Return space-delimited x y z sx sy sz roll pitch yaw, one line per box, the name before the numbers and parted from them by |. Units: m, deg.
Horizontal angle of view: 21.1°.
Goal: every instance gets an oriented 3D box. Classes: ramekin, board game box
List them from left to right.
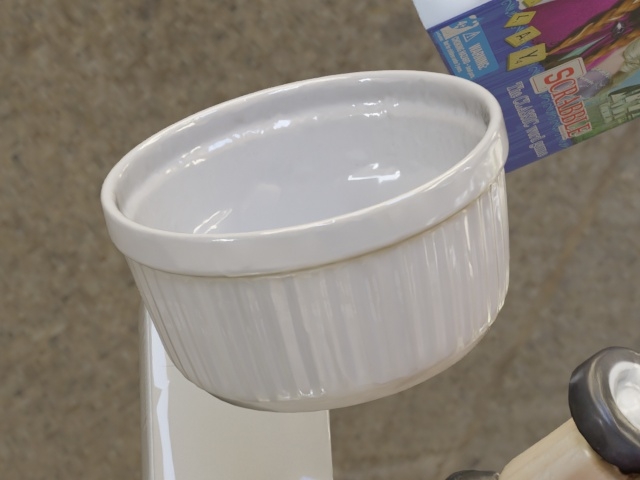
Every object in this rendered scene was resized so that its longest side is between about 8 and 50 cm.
ramekin | 0.000 0.000 0.879 0.207 0.207 0.109 -23 116 -21
board game box | 0.237 -0.178 1.194 0.318 0.066 0.319 -24 161 9

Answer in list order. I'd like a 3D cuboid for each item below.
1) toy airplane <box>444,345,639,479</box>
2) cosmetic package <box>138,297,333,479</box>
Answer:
toy airplane | 0.271 0.160 0.865 0.384 0.272 0.386 -33 163 -1
cosmetic package | -0.058 0.142 1.158 0.127 0.238 0.107 2 164 -9
